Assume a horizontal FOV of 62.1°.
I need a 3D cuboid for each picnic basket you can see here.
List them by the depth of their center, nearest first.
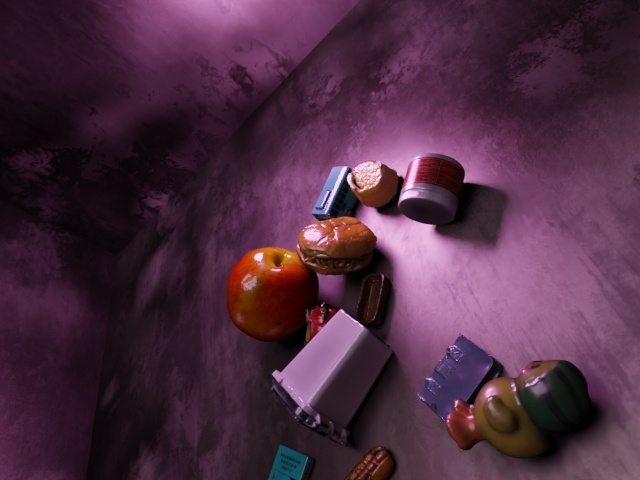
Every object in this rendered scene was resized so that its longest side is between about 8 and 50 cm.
[{"bbox_3d":[0.190,0.213,1.909,0.110,0.055,0.193,-12,55,46],"label":"picnic basket"}]

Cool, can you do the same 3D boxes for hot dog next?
[{"bbox_3d":[0.118,0.720,1.580,0.250,0.076,0.104,-49,36,7],"label":"hot dog"}]

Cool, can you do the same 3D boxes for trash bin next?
[{"bbox_3d":[0.056,0.443,1.745,0.367,0.256,0.296,-51,33,-6],"label":"trash bin"}]

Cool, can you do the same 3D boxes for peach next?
[{"bbox_3d":[-0.193,0.220,2.106,0.388,0.388,0.388,-30,43,32],"label":"peach"}]

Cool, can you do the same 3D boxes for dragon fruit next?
[{"bbox_3d":[0.010,0.322,1.956,0.167,0.160,0.172,19,79,11],"label":"dragon fruit"}]

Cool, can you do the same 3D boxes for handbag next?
[{"bbox_3d":[0.392,0.398,1.522,0.229,0.062,0.179,-56,32,1],"label":"handbag"}]

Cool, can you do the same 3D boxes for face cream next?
[{"bbox_3d":[0.388,-0.179,1.855,0.201,0.201,0.187,-6,59,48],"label":"face cream"}]

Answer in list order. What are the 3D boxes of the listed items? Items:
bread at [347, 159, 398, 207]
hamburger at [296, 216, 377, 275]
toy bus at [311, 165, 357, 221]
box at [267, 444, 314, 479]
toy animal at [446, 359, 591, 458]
[{"bbox_3d":[0.214,-0.233,2.136,0.197,0.170,0.197,-17,57,28],"label":"bread"},{"bbox_3d":[0.053,0.013,2.041,0.318,0.319,0.158,-139,43,-55],"label":"hamburger"},{"bbox_3d":[0.074,-0.182,2.280,0.128,0.147,0.256,6,67,54],"label":"toy bus"},{"bbox_3d":[-0.117,0.828,1.800,0.161,0.042,0.226,-3,60,50],"label":"box"},{"bbox_3d":[0.489,0.416,1.286,0.338,0.216,0.191,-34,77,21],"label":"toy animal"}]
